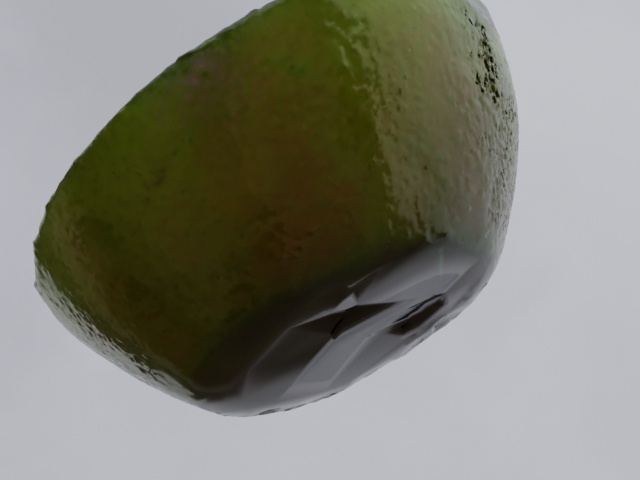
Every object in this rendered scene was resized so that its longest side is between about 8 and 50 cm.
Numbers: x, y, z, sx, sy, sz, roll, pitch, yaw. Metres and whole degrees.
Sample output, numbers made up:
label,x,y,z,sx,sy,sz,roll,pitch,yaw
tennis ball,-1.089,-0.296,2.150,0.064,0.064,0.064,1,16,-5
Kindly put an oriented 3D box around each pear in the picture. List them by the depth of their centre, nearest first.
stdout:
label,x,y,z,sx,sy,sz,roll,pitch,yaw
pear,0.001,0.001,1.138,0.165,0.399,0.399,57,-37,26
